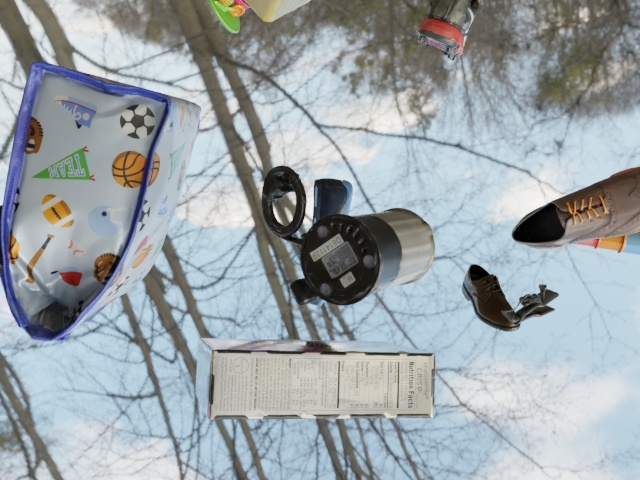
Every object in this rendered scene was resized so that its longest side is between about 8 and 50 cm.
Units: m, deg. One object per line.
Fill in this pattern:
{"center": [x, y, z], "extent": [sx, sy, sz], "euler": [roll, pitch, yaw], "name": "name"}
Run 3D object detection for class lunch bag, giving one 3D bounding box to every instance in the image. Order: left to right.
{"center": [-0.352, -0.060, 1.096], "extent": [0.238, 0.386, 0.328], "euler": [14, -171, -2], "name": "lunch bag"}

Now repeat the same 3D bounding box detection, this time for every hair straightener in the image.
{"center": [0.489, 0.138, 1.614], "extent": [0.230, 0.089, 0.047], "euler": [-6, -157, -44], "name": "hair straightener"}

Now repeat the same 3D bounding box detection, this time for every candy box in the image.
{"center": [-0.012, 0.147, 0.757], "extent": [0.233, 0.071, 0.159], "euler": [4, 176, -15], "name": "candy box"}

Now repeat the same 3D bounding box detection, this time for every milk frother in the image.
{"center": [0.024, -0.012, 0.694], "extent": [0.129, 0.143, 0.134], "euler": [-15, 177, 30], "name": "milk frother"}

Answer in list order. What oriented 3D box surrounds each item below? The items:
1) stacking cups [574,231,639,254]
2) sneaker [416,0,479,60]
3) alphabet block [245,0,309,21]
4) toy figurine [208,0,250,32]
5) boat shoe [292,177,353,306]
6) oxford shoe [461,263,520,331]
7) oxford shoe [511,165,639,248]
{"center": [0.831, 0.003, 1.845], "extent": [0.316, 0.096, 0.096], "euler": [8, -143, 14], "name": "stacking cups"}
{"center": [0.250, -0.429, 1.351], "extent": [0.097, 0.135, 0.276], "euler": [23, -167, 5], "name": "sneaker"}
{"center": [-0.048, -0.474, 1.005], "extent": [0.193, 0.192, 0.197], "euler": [-41, 178, -40], "name": "alphabet block"}
{"center": [-0.121, -0.465, 1.202], "extent": [0.159, 0.173, 0.130], "euler": [-21, -113, 17], "name": "toy figurine"}
{"center": [0.000, 0.000, 1.386], "extent": [0.088, 0.259, 0.109], "euler": [13, -172, 5], "name": "boat shoe"}
{"center": [0.415, 0.137, 1.705], "extent": [0.082, 0.096, 0.227], "euler": [-13, -144, -17], "name": "oxford shoe"}
{"center": [0.569, -0.056, 1.448], "extent": [0.132, 0.130, 0.363], "euler": [-9, 166, -44], "name": "oxford shoe"}
